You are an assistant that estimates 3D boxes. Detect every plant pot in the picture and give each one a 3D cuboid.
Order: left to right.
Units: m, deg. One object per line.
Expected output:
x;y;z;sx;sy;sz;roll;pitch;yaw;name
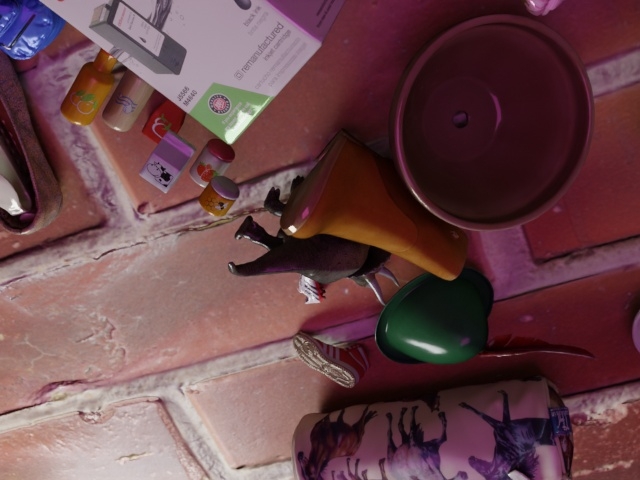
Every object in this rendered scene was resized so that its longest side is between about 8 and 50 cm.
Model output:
0.181;-0.137;0.865;0.237;0.110;0.237;-4;105;-14;plant pot

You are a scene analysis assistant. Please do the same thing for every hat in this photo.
0.190;0.149;0.979;0.173;0.183;0.208;15;120;-29;hat

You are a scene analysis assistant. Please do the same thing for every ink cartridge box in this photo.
-0.141;-0.265;0.806;0.273;0.115;0.198;36;137;-15;ink cartridge box

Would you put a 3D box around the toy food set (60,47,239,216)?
-0.180;-0.140;0.911;0.232;0.111;0.104;35;116;-7;toy food set

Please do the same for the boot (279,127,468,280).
0.077;-0.023;0.852;0.211;0.295;0.104;39;112;-5;boot

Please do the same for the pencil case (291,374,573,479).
0.161;0.312;1.100;0.410;0.183;0.160;-12;118;13;pencil case

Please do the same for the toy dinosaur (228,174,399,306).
0.000;0.000;0.925;0.160;0.313;0.121;26;98;20;toy dinosaur

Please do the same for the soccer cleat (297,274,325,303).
-0.019;0.056;1.059;0.035;0.029;0.083;-16;121;9;soccer cleat

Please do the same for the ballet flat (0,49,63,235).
-0.417;-0.144;0.935;0.107;0.106;0.316;-15;117;13;ballet flat

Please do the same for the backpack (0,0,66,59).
-0.363;-0.268;0.866;0.120;0.101;0.098;41;122;-21;backpack

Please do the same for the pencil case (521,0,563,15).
0.102;-0.373;0.722;0.386;0.167;0.160;27;108;-9;pencil case

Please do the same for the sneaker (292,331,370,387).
0.019;0.167;1.117;0.118;0.067;0.042;34;124;20;sneaker

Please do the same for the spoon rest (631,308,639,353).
0.558;0.098;1.000;0.276;0.084;0.137;-19;116;14;spoon rest
